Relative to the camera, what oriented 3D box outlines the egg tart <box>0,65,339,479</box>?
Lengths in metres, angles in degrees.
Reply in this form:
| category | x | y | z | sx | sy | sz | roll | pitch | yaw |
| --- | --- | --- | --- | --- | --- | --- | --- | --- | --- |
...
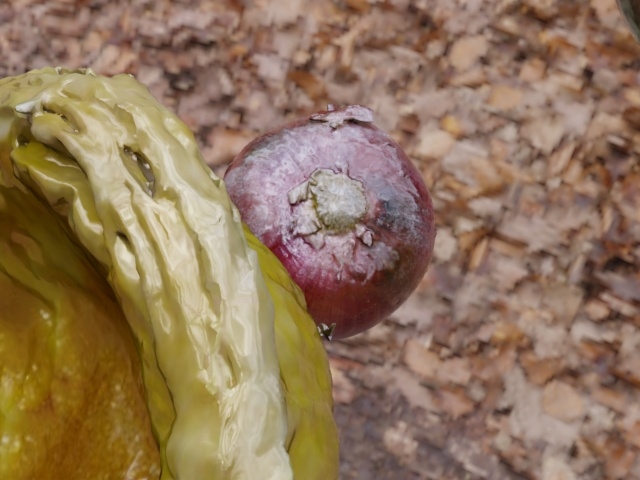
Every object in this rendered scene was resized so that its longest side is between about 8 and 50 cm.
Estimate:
| category | x | y | z | sx | sy | sz | roll | pitch | yaw |
| --- | --- | --- | --- | --- | --- | --- | --- | --- | --- |
| egg tart | -0.115 | 0.101 | 0.716 | 0.169 | 0.388 | 0.388 | 5 | 34 | -39 |

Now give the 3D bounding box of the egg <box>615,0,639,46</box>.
| category | x | y | z | sx | sy | sz | roll | pitch | yaw |
| --- | --- | --- | --- | --- | --- | --- | --- | --- | --- |
| egg | 0.253 | -0.134 | 0.687 | 0.231 | 0.169 | 0.169 | 11 | 35 | 5 |

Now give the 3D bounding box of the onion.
| category | x | y | z | sx | sy | sz | roll | pitch | yaw |
| --- | --- | --- | --- | --- | --- | --- | --- | --- | --- |
| onion | 0.000 | 0.000 | 1.016 | 0.159 | 0.195 | 0.159 | 2 | 72 | -5 |
